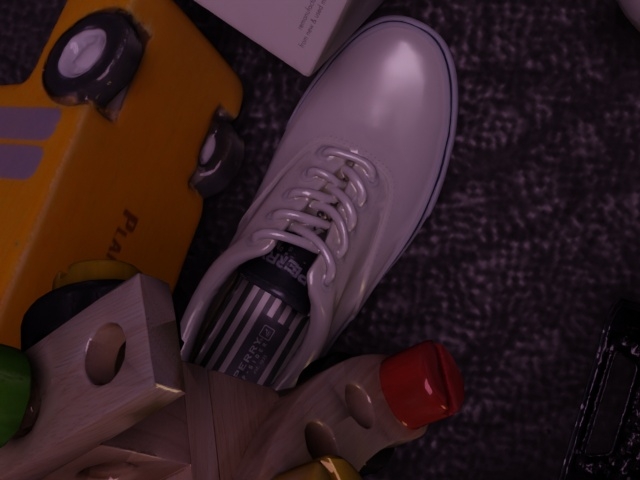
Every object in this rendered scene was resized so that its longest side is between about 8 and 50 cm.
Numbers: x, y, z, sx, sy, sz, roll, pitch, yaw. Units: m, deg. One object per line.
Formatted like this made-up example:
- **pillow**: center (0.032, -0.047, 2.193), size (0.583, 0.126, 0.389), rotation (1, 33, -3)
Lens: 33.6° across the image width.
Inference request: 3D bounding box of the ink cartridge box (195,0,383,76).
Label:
- **ink cartridge box**: center (-0.058, -0.200, 0.533), size (0.231, 0.134, 0.078), rotation (35, 136, 4)

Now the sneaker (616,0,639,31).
- **sneaker**: center (0.333, -0.151, 0.510), size (0.366, 0.135, 0.150), rotation (-22, 83, 4)

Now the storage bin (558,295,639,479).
- **storage bin**: center (0.179, 0.099, 0.500), size (0.084, 0.180, 0.122), rotation (16, 92, 3)

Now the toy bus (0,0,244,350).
- **toy bus**: center (-0.152, 0.034, 0.515), size (0.130, 0.108, 0.332), rotation (4, 66, 33)

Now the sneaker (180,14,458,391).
- **sneaker**: center (0.000, 0.000, 0.556), size (0.094, 0.091, 0.258), rotation (25, 92, 3)

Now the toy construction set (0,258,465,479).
- **toy construction set**: center (-0.008, 0.124, 0.351), size (0.309, 0.237, 0.257), rotation (-3, 63, 40)
